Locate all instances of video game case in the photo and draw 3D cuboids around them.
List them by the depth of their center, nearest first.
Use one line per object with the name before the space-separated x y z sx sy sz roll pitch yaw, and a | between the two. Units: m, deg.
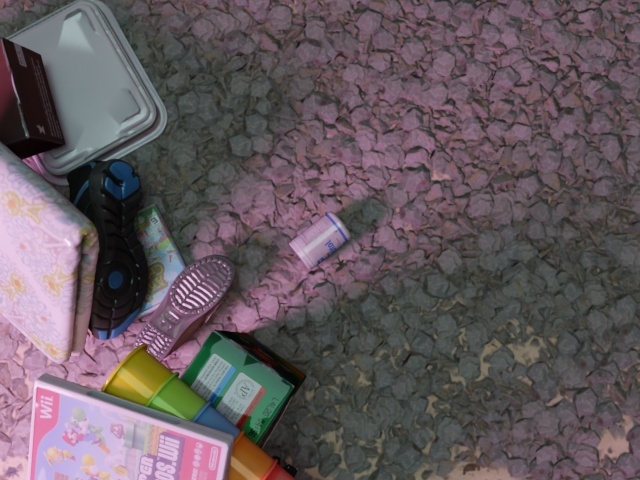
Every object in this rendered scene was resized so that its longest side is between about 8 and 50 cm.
video game case | -0.268 0.314 0.993 0.285 0.025 0.204 15 110 10
video game case | -0.380 0.059 1.431 0.212 0.023 0.193 -27 85 -4

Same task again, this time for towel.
towel | -0.526 0.014 1.271 0.320 0.375 0.090 35 44 13

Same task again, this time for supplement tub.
supplement tub | 0.000 0.000 1.422 0.107 0.071 0.071 -39 86 -4

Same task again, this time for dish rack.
dish rack | -0.496 -0.307 1.445 0.285 0.072 0.333 -30 86 -5

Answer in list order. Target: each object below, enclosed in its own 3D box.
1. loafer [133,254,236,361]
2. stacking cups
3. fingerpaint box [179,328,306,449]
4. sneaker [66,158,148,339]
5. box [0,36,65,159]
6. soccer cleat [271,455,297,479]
loafer | -0.258 0.129 1.395 0.094 0.087 0.251 44 89 8
stacking cups | -0.160 0.280 1.005 0.316 0.096 0.096 39 85 6
fingerpaint box | -0.212 0.380 1.227 0.163 0.371 0.445 34 84 6
sneaker | -0.415 0.017 1.381 0.139 0.125 0.341 4 93 34
box | -0.699 -0.219 1.357 0.381 0.143 0.191 -16 88 11
soccer cleat | -0.037 0.507 1.296 0.143 0.116 0.331 -47 122 -3
